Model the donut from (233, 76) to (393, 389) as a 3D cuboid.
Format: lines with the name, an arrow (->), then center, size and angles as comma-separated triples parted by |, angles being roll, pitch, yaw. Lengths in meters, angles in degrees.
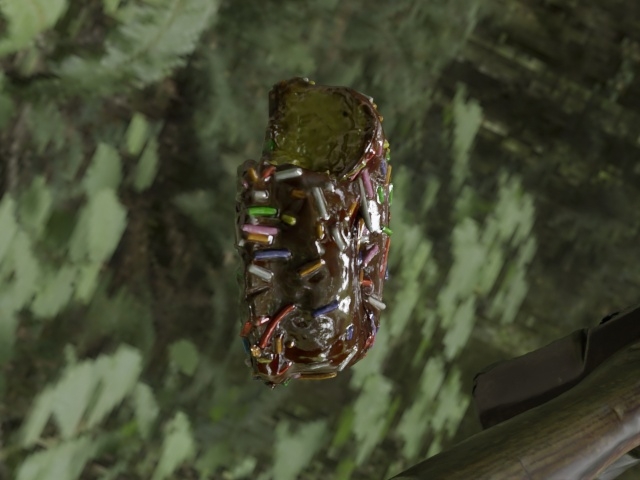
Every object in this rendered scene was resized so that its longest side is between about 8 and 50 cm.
donut -> 0.000, 0.000, 1.116 | 0.230, 0.096, 0.216 | -67, 157, -69

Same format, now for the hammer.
hammer -> 0.127, 0.090, 0.714 | 0.242, 0.095, 0.409 | -31, 173, 32
